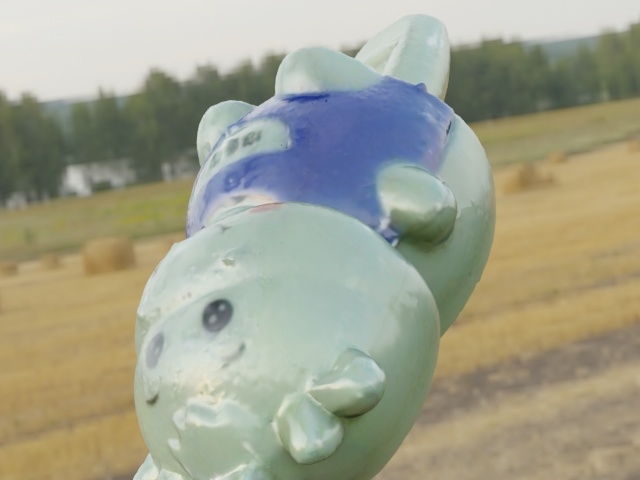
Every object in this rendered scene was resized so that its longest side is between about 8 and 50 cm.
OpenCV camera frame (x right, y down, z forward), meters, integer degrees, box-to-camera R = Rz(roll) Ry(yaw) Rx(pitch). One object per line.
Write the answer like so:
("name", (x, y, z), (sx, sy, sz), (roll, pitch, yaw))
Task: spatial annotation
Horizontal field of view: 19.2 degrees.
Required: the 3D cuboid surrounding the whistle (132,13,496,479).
("whistle", (0.000, 0.000, 0.596), (0.110, 0.092, 0.244), (-32, 24, 37))
